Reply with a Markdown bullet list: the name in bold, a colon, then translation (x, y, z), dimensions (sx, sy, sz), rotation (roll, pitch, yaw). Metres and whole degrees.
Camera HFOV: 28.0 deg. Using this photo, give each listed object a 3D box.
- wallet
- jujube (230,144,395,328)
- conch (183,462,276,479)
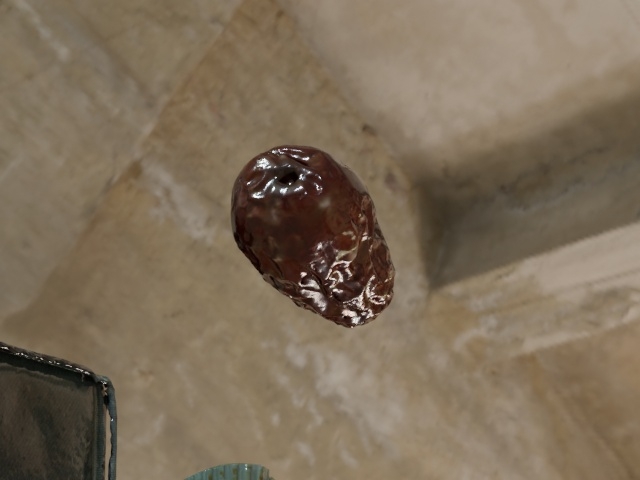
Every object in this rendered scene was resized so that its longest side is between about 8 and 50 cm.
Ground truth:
- **wallet**: translation (-0.315, 0.211, 1.188), dimensions (0.075, 0.237, 0.342), rotation (-6, -17, 27)
- **jujube**: translation (0.000, 0.000, 0.688), dimensions (0.077, 0.077, 0.129), rotation (4, -26, 28)
- **conch**: translation (-0.114, 0.356, 1.717), dimensions (0.102, 0.153, 0.135), rotation (-123, -151, -42)
